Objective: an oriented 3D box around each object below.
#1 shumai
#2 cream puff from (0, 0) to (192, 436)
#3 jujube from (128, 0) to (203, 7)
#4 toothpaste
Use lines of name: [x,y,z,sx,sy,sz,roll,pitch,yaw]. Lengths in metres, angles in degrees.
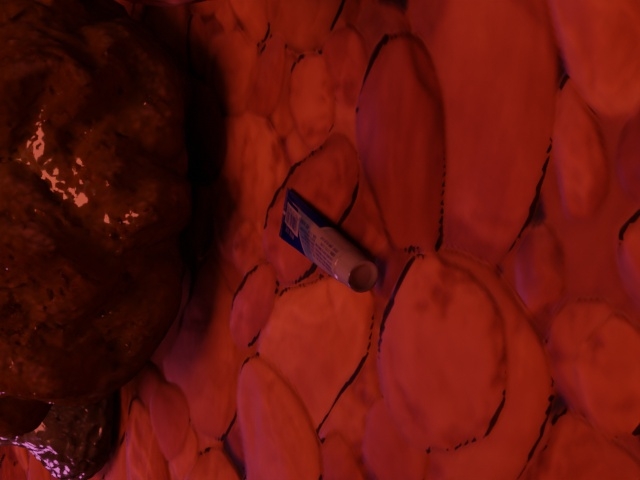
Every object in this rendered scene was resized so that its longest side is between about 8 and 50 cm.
shumai: [-0.170,0.104,0.745,0.083,0.080,0.082,-52,50,41]
cream puff: [-0.165,-0.027,0.668,0.244,0.196,0.244,-41,29,29]
jujube: [-0.046,-0.214,0.475,0.174,0.174,0.251,45,123,48]
toothpaste: [0.000,0.000,0.544,0.083,0.015,0.024,37,122,58]
